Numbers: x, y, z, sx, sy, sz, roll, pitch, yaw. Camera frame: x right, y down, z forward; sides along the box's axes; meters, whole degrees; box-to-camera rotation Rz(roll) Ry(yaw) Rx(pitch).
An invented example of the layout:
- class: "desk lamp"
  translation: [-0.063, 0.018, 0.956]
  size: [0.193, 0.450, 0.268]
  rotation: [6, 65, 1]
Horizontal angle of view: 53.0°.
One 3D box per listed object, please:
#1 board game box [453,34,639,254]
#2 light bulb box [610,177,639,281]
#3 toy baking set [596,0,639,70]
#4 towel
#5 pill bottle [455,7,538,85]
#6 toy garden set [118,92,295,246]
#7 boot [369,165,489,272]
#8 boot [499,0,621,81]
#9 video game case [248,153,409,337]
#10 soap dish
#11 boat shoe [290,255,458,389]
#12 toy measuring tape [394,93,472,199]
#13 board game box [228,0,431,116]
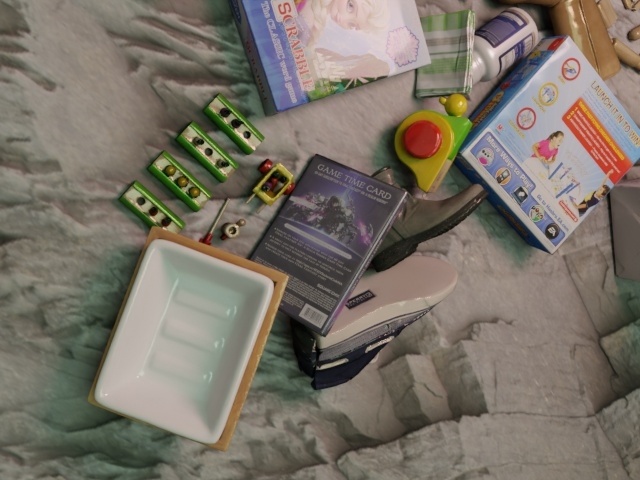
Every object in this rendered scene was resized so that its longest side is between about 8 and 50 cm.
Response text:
- class: "board game box"
  translation: [0.452, -0.185, 1.278]
  size: [0.308, 0.086, 0.302]
  rotation: [43, 89, -21]
- class: "light bulb box"
  translation: [0.888, -0.037, 1.358]
  size: [0.361, 0.358, 0.225]
  rotation: [-14, 102, -22]
- class: "toy baking set"
  translation: [0.707, -0.476, 1.415]
  size: [0.256, 0.030, 0.196]
  rotation: [28, 84, -23]
- class: "towel"
  translation: [0.227, -0.343, 1.186]
  size: [0.023, 0.113, 0.152]
  rotation: [-5, 98, -54]
- class: "pill bottle"
  translation: [0.325, -0.364, 1.231]
  size: [0.169, 0.094, 0.094]
  rotation: [-37, 108, -16]
- class: "toy garden set"
  translation: [-0.173, -0.090, 1.073]
  size: [0.204, 0.049, 0.244]
  rotation: [44, 78, -20]
- class: "boot"
  translation: [0.152, -0.068, 1.122]
  size: [0.246, 0.083, 0.161]
  rotation: [-34, 81, 16]
- class: "boot"
  translation: [0.487, -0.427, 1.299]
  size: [0.236, 0.089, 0.269]
  rotation: [-28, 109, -12]
- class: "video game case"
  translation: [0.000, 0.000, 1.091]
  size: [0.274, 0.196, 0.026]
  rotation: [-58, 150, -9]
- class: "soap dish"
  translation: [-0.203, 0.152, 1.013]
  size: [0.229, 0.118, 0.290]
  rotation: [20, 88, 1]
- class: "boat shoe"
  translation: [0.097, 0.148, 1.178]
  size: [0.341, 0.127, 0.158]
  rotation: [-18, 133, -23]
- class: "toy measuring tape"
  translation: [0.166, -0.128, 1.197]
  size: [0.121, 0.121, 0.330]
  rotation: [23, 104, -23]
- class: "board game box"
  translation: [0.007, -0.413, 1.107]
  size: [0.318, 0.066, 0.318]
  rotation: [-23, 103, -19]
